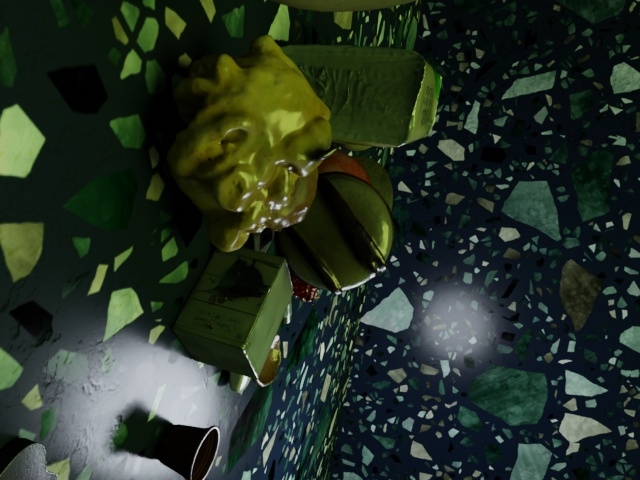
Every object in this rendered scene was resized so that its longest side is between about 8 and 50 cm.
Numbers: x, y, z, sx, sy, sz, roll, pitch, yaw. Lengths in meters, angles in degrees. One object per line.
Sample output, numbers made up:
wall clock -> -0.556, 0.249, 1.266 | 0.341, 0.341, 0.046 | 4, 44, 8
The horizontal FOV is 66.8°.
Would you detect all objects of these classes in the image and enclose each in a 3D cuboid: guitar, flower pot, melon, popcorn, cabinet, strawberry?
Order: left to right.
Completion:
guitar -> -0.363, 0.341, 0.624 | 0.088, 0.025, 0.233 | -64, 159, -44
flower pot -> -0.258, 0.399, 0.928 | 0.111, 0.089, 0.111 | 12, 90, -76
cabinet -> -0.161, 0.133, 0.957 | 0.150, 0.145, 0.206 | 81, 26, -53
popcorn -> -0.094, -0.153, 0.782 | 0.297, 0.281, 0.316 | -45, 135, -33
strawberry -> -0.063, 0.083, 1.431 | 0.167, 0.087, 0.208 | -144, -140, -86
melon -> 0.109, -0.137, 1.538 | 0.329, 0.248, 0.249 | -62, 159, -48

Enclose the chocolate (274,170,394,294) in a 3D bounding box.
chocolate -> 0.035, -0.004, 1.008 | 0.186, 0.283, 0.284 | -118, -144, -76

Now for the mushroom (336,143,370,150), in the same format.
mushroom -> 0.115, -0.388, 1.526 | 0.204, 0.204, 0.204 | 13, 90, -75

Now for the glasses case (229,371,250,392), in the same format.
glasses case -> -0.182, 0.269, 1.171 | 0.076, 0.049, 0.197 | -20, 121, -72

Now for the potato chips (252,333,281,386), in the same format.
potato chips -> -0.153, 0.316, 1.315 | 0.201, 0.049, 0.150 | 4, 93, -72

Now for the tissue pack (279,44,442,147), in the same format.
tissue pack -> 0.099, -0.339, 1.163 | 0.405, 0.331, 0.205 | -33, 132, -68

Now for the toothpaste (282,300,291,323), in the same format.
toothpaste -> -0.102, 0.134, 1.375 | 0.062, 0.039, 0.239 | -62, 157, -56

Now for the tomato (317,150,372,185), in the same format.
tomato -> 0.014, -0.097, 1.213 | 0.265, 0.264, 0.265 | 13, 90, -75

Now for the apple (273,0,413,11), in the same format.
apple -> 0.023, -0.486, 0.530 | 0.473, 0.473, 0.474 | 13, 90, -75

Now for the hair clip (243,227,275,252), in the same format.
hair clip -> -0.121, -0.115, 1.024 | 0.138, 0.091, 0.321 | -62, 172, -66
